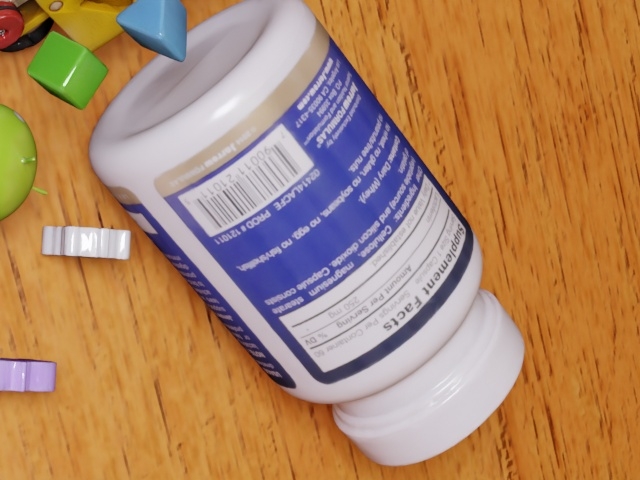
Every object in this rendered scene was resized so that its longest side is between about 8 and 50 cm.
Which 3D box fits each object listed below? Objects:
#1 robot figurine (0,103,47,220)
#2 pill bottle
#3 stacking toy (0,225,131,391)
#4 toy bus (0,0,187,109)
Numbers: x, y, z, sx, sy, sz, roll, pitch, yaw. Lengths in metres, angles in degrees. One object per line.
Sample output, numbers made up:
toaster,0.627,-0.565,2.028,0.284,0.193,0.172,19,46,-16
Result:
robot figurine,-0.201,-0.046,0.842,0.115,0.101,0.067,13,71,3
pill bottle,0.000,0.000,0.944,0.153,0.153,0.265,-49,116,-24
stacking toy,-0.204,0.072,0.868,0.221,0.052,0.167,3,89,-33
toy bus,-0.135,-0.155,0.876,0.104,0.202,0.191,47,57,-63
